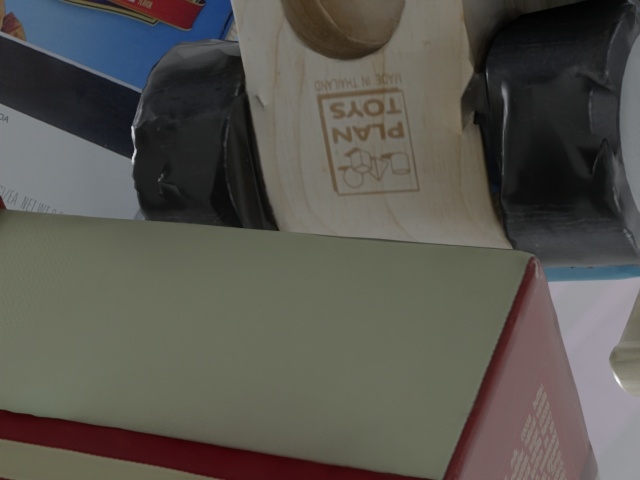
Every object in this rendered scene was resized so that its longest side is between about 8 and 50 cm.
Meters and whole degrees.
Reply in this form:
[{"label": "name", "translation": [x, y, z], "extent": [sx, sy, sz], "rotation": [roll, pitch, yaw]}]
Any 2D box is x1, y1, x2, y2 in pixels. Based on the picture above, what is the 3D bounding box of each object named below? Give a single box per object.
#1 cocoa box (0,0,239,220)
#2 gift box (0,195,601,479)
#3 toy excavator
[{"label": "cocoa box", "translation": [-0.119, -0.092, 1.182], "extent": [0.231, 0.228, 0.347], "rotation": [23, 176, 19]}, {"label": "gift box", "translation": [-0.065, 0.162, 0.530], "extent": [0.255, 0.258, 0.276], "rotation": [-59, -35, -41]}, {"label": "toy excavator", "translation": [0.123, -0.079, 0.872], "extent": [0.445, 0.222, 0.433], "rotation": [-28, -69, -55]}]
